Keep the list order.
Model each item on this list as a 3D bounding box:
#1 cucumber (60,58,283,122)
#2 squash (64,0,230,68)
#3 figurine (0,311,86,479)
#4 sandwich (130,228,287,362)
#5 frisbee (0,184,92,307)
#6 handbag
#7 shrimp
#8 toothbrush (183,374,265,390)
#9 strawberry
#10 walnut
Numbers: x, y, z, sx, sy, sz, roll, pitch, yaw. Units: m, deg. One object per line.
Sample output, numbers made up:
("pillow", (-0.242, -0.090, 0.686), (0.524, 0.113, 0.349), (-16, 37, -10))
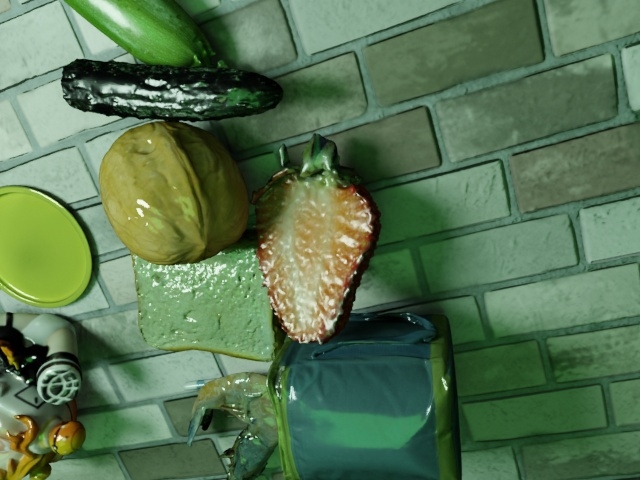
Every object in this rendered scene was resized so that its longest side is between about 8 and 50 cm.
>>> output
("cucumber", (-0.196, -0.193, 0.675), (0.303, 0.081, 0.072), (9, 136, 17))
("squash", (-0.282, -0.332, 0.695), (0.379, 0.101, 0.101), (39, 113, -7))
("figurine", (-0.547, 0.295, 0.939), (0.320, 0.196, 0.323), (26, 108, 11))
("sandwich", (-0.178, 0.085, 0.843), (0.251, 0.087, 0.226), (5, 113, 9))
("frisbee", (-0.510, 0.014, 0.916), (0.236, 0.017, 0.236), (4, 112, 9))
("handbag", (0.075, 0.225, 0.752), (0.241, 0.263, 0.222), (-4, 104, 14))
("shrimp", (-0.163, 0.352, 0.942), (0.178, 0.075, 0.289), (29, 119, 3))
("toothbrush", (-0.123, 0.250, 0.932), (0.276, 0.019, 0.025), (-7, 105, 13))
("strawberry", (0.000, 0.000, 0.734), (0.188, 0.106, 0.286), (-1, 81, 23))
("walnut", (-0.202, -0.066, 0.717), (0.193, 0.225, 0.193), (-17, 136, -17))
